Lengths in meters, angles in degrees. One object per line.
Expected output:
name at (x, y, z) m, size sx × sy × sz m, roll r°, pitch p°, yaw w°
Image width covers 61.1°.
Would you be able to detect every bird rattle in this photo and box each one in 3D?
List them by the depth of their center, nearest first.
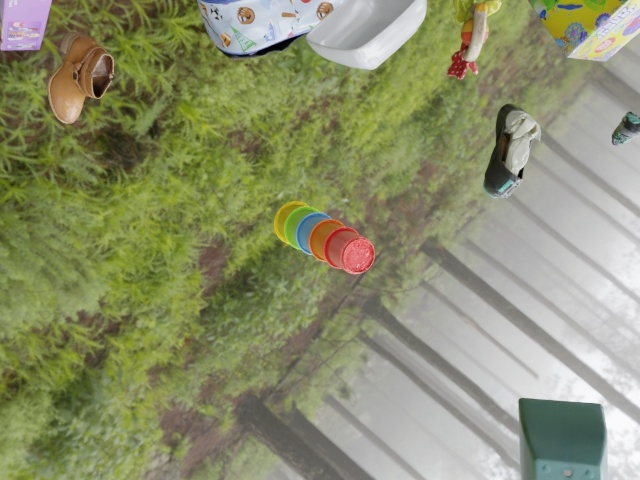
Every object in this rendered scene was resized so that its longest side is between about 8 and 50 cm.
bird rattle at (0.449, -0.619, 1.639) m, size 0.207 × 0.143 × 0.253 m, roll -71°, pitch 175°, yaw -74°

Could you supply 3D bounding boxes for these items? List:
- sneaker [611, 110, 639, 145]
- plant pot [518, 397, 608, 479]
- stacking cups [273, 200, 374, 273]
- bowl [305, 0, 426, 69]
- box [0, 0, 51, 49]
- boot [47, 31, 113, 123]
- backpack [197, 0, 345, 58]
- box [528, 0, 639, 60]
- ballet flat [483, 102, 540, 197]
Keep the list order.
sneaker at (0.882, -0.304, 1.552) m, size 0.224 × 0.083 × 0.098 m, roll -28°, pitch 152°, yaw -55°
plant pot at (0.465, 0.424, 1.038) m, size 0.234 × 0.166 × 0.165 m, roll -8°, pitch 96°, yaw -68°
stacking cups at (0.000, 0.000, 1.018) m, size 0.096 × 0.096 × 0.316 m, roll -49°, pitch -154°, yaw -3°
bowl at (0.068, -0.288, 0.742) m, size 0.142 × 0.142 × 0.053 m, roll -44°, pitch 130°, yaw -8°
box at (-0.390, -0.386, 0.677) m, size 0.057 × 0.200 × 0.293 m, roll -14°, pitch -175°, yaw -32°
boot at (-0.478, -0.308, 1.088) m, size 0.073 × 0.152 × 0.197 m, roll -14°, pitch 129°, yaw -47°
backpack at (-0.082, -0.428, 0.899) m, size 0.263 × 0.276 × 0.213 m, roll -31°, pitch 130°, yaw -4°
box at (0.623, -0.600, 1.179) m, size 0.177 × 0.279 × 0.290 m, roll -9°, pitch 157°, yaw -35°
ballet flat at (0.438, -0.216, 1.206) m, size 0.096 × 0.095 × 0.280 m, roll -47°, pitch -159°, yaw 60°
